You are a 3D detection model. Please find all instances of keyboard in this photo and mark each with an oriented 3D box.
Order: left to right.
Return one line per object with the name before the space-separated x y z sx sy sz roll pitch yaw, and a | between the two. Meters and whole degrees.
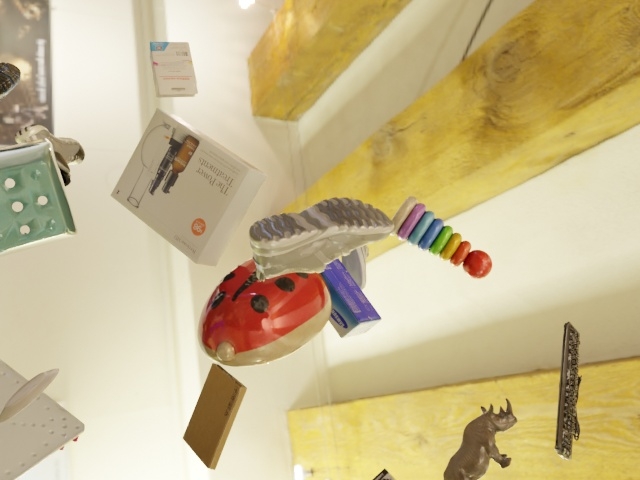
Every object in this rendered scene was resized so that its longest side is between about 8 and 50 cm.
keyboard | 0.619 0.378 1.633 0.033 0.201 0.317 1 -113 30

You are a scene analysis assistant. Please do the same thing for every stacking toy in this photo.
stacking toy | 0.370 0.009 2.007 0.330 0.141 0.141 35 -48 9

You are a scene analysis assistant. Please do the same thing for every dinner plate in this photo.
dinner plate | -0.572 0.296 1.292 0.017 0.141 0.141 54 -22 -17

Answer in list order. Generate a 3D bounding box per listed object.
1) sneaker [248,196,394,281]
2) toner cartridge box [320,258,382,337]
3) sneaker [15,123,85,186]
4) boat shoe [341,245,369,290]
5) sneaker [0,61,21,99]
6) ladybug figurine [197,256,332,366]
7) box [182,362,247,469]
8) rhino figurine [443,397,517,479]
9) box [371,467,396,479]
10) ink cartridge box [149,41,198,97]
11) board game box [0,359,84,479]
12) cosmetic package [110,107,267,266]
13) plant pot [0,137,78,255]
sneaker | 0.000 0.000 1.199 0.105 0.281 0.115 -124 -147 -46
toner cartridge box | 0.020 0.110 1.876 0.075 0.165 0.348 -43 -110 20
sneaker | -0.599 -0.173 1.520 0.132 0.086 0.228 59 7 10
boat shoe | 0.116 0.033 2.092 0.095 0.084 0.258 -17 -102 47
sneaker | -0.817 -0.348 1.594 0.083 0.221 0.087 51 -8 -9
ladybug figurine | -0.135 0.148 1.608 0.449 0.304 0.162 -52 141 -63
box | -0.252 0.409 1.561 0.164 0.021 0.201 20 -92 55
rhino figurine | 0.335 0.428 1.359 0.243 0.106 0.073 -56 173 -23
box | 0.153 0.506 1.133 0.232 0.087 0.058 43 -10 51
ink cartridge box | -0.388 -0.437 1.748 0.062 0.104 0.181 117 -37 -57
board game box | -0.851 0.454 1.602 0.389 0.390 0.050 31 -64 14
cosmetic package | -0.363 -0.146 1.782 0.377 0.097 0.285 34 -80 28
plant pot | -0.459 -0.058 0.996 0.234 0.165 0.166 14 -61 62
